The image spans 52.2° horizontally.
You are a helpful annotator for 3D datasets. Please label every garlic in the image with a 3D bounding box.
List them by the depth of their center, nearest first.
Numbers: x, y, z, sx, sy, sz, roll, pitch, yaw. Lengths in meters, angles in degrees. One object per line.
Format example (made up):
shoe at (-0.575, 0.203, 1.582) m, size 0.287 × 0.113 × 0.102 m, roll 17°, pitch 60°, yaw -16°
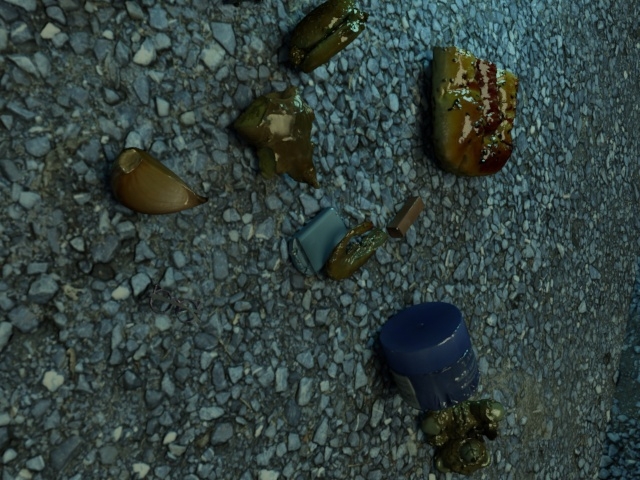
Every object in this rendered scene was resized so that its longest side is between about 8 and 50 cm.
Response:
garlic at (-0.352, -0.122, 1.362) m, size 0.206 × 0.128 × 0.115 m, roll 26°, pitch 30°, yaw -43°

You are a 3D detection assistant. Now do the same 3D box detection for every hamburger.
hamburger at (0.006, -0.516, 1.634) m, size 0.215 × 0.189 × 0.122 m, roll -47°, pitch 111°, yaw -29°

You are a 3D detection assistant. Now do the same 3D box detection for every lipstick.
lipstick at (0.257, -0.070, 1.958) m, size 0.145 × 0.045 × 0.045 m, roll -51°, pitch 120°, yaw -29°

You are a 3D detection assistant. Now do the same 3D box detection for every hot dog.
hot dog at (0.481, -0.385, 2.068) m, size 0.367 × 0.196 × 0.366 m, roll 9°, pitch 88°, yaw -40°

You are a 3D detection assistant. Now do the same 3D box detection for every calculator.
calculator at (0.000, 0.000, 1.729) m, size 0.210 × 0.039 × 0.121 m, roll -44°, pitch 120°, yaw -33°

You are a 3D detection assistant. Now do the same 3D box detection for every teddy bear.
teddy bear at (0.447, 0.624, 2.071) m, size 0.267 × 0.156 × 0.256 m, roll -7°, pitch 96°, yaw -2°

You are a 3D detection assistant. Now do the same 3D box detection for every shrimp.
shrimp at (0.096, 0.013, 1.771) m, size 0.253 × 0.058 × 0.173 m, roll -40°, pitch 147°, yaw -32°

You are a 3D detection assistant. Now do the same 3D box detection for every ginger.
ginger at (-0.080, -0.241, 1.602) m, size 0.219 × 0.123 × 0.270 m, roll -54°, pitch 133°, yaw -24°

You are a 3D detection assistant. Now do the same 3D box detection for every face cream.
face cream at (0.318, 0.333, 1.885) m, size 0.249 × 0.249 × 0.225 m, roll -39°, pitch 119°, yaw -35°

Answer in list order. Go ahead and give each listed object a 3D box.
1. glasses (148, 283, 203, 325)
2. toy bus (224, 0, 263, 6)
glasses at (-0.295, 0.145, 1.417) m, size 0.140 × 0.103 × 0.063 m, roll 28°, pitch 74°, yaw -36°
toy bus at (-0.168, -0.601, 1.562) m, size 0.153 × 0.051 × 0.061 m, roll -26°, pitch 95°, yaw -39°
